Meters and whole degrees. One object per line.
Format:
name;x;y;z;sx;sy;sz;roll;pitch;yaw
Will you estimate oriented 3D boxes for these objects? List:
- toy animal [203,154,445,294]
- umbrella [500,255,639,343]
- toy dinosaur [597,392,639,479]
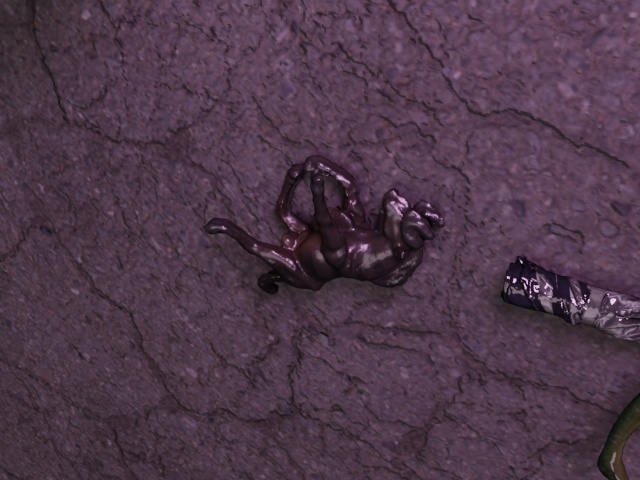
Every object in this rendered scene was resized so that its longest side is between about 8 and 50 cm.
toy animal;0.000;0.000;0.874;0.233;0.084;0.148;-23;108;37
umbrella;0.250;0.063;0.779;0.188;0.050;0.046;20;100;20
toy dinosaur;0.307;-0.003;0.680;0.301;0.087;0.446;176;88;-66
